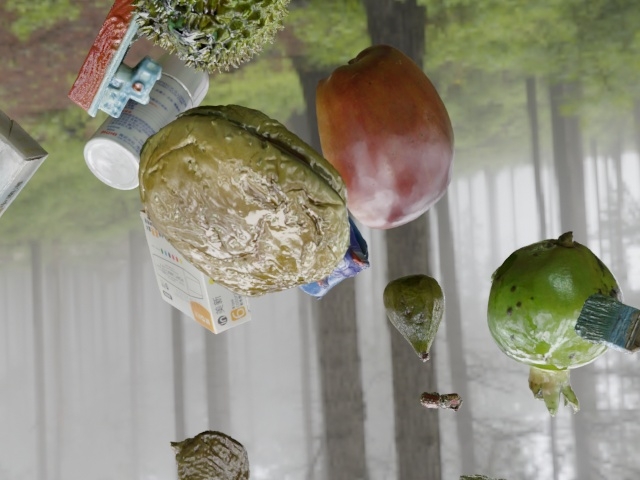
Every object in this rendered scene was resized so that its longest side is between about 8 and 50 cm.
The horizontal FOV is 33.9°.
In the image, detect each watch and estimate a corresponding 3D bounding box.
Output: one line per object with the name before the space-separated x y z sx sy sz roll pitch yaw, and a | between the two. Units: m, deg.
watch | -0.008 -0.003 1.620 0.171 0.196 0.200 -29 163 19

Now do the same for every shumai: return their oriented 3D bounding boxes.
shumai | -0.173 0.364 1.643 0.139 0.123 0.105 10 156 -25

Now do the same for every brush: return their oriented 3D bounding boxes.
brush | 0.412 0.123 1.288 0.196 0.070 0.021 20 153 20

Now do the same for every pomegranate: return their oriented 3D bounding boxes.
pomegranate | 0.439 0.155 1.961 0.260 0.340 0.260 -8 -173 1

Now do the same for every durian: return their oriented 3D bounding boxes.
durian | -0.164 -0.388 1.559 0.224 0.291 0.291 -33 -171 -21

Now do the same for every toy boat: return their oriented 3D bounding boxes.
toy boat | -0.323 -0.371 1.893 0.133 0.332 0.145 27 -169 -12

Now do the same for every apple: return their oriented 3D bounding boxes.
apple | 0.139 -0.227 2.263 0.295 0.365 0.329 -25 -165 1

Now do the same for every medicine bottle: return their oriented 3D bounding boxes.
medicine bottle | -0.335 -0.256 2.109 0.130 0.130 0.341 -4 -140 32

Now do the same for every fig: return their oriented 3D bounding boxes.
fig | 0.207 0.166 2.259 0.133 0.185 0.126 -9 177 8

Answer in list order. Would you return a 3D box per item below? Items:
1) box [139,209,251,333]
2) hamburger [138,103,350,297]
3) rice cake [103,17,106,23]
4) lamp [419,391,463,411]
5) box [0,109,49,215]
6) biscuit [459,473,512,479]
box | -0.253 0.045 2.119 0.091 0.221 0.274 -22 -159 -26
hamburger | -0.099 -0.041 1.298 0.265 0.134 0.285 37 141 -24
rice cake | -0.404 -0.388 2.045 0.022 0.021 0.121 16 153 4
lamp | 0.195 0.265 1.735 0.063 0.031 0.083 3 173 21
box | -0.491 -0.133 1.353 0.155 0.243 0.067 -46 180 19
biscuit | 0.310 0.445 1.785 0.141 0.038 0.290 2 -176 4
